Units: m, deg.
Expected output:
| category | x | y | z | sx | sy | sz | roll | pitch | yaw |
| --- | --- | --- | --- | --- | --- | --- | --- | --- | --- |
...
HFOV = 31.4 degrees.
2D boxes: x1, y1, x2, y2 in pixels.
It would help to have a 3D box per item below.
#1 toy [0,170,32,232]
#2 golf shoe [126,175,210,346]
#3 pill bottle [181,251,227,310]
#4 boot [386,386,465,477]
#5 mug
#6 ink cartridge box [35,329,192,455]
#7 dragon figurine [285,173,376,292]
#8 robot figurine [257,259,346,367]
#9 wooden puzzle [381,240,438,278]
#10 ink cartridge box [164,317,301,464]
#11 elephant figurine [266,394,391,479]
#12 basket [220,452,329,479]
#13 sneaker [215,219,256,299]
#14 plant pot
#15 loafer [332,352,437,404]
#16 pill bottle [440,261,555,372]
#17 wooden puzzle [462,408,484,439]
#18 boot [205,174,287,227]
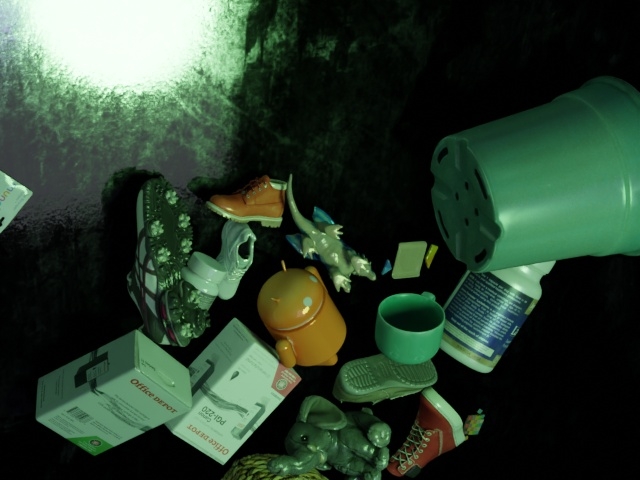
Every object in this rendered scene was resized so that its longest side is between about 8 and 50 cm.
| category | x | y | z | sx | sy | sz | roll | pitch | yaw |
| --- | --- | --- | --- | --- | --- | --- | --- | --- | --- |
| toy | -0.529 | -0.063 | 1.612 | 0.137 | 0.056 | 0.237 | -49 | 133 | 2 |
| golf shoe | -0.266 | 0.038 | 1.814 | 0.105 | 0.120 | 0.273 | -17 | 101 | -56 |
| pill bottle | -0.218 | 0.093 | 1.905 | 0.078 | 0.078 | 0.137 | 25 | 101 | -41 |
| boot | 0.205 | 0.410 | 2.365 | 0.176 | 0.088 | 0.244 | -36 | 146 | -8 |
| mug | 0.181 | 0.174 | 2.195 | 0.157 | 0.129 | 0.097 | -13 | 127 | -28 |
| ink cartridge box | -0.335 | 0.251 | 1.859 | 0.208 | 0.087 | 0.153 | -26 | 135 | 18 |
| dragon figurine | 0.000 | 0.000 | 1.994 | 0.085 | 0.144 | 0.289 | -45 | 113 | -1 |
| robot figurine | -0.034 | 0.138 | 2.026 | 0.158 | 0.128 | 0.219 | -39 | 132 | -10 |
| wooden puzzle | 0.170 | 0.036 | 2.184 | 0.116 | 0.014 | 0.079 | 4 | 110 | -36 |
| ink cartridge box | -0.166 | 0.273 | 2.042 | 0.218 | 0.092 | 0.158 | -46 | 132 | 0 |
| elephant figurine | 0.004 | 0.383 | 2.190 | 0.239 | 0.186 | 0.170 | 14 | 76 | -15 |
| basket | -0.048 | 0.563 | 2.211 | 0.299 | 0.223 | 0.213 | 29 | 98 | -41 |
| sneaker | -0.148 | 0.038 | 1.934 | 0.053 | 0.061 | 0.152 | -5 | 121 | -34 |
| plant pot | 0.400 | -0.099 | 2.071 | 0.334 | 0.341 | 0.341 | -15 | 124 | -17 |
| loafer | 0.123 | 0.270 | 2.256 | 0.251 | 0.094 | 0.087 | 0 | 151 | -36 |
| pill bottle | 0.342 | 0.116 | 2.254 | 0.153 | 0.153 | 0.265 | 24 | 102 | -41 |
| wooden puzzle | 0.339 | 0.410 | 2.530 | 0.049 | 0.006 | 0.083 | 5 | 114 | -36 |
| boot | -0.121 | -0.073 | 1.891 | 0.157 | 0.059 | 0.085 | 4 | 112 | -45 |
